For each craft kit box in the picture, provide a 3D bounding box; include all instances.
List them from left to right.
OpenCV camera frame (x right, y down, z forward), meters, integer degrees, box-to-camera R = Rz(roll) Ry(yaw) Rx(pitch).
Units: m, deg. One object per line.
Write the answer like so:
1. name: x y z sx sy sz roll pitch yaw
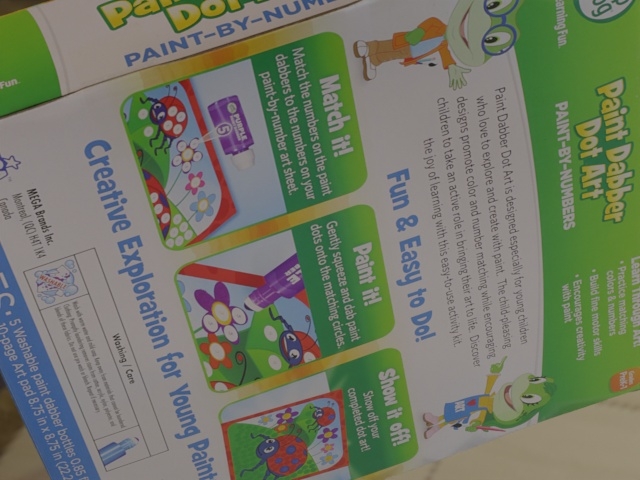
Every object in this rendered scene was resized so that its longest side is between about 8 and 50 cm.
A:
1. craft kit box: 0.000 0.000 0.633 0.246 0.250 0.061 -16 47 -4
